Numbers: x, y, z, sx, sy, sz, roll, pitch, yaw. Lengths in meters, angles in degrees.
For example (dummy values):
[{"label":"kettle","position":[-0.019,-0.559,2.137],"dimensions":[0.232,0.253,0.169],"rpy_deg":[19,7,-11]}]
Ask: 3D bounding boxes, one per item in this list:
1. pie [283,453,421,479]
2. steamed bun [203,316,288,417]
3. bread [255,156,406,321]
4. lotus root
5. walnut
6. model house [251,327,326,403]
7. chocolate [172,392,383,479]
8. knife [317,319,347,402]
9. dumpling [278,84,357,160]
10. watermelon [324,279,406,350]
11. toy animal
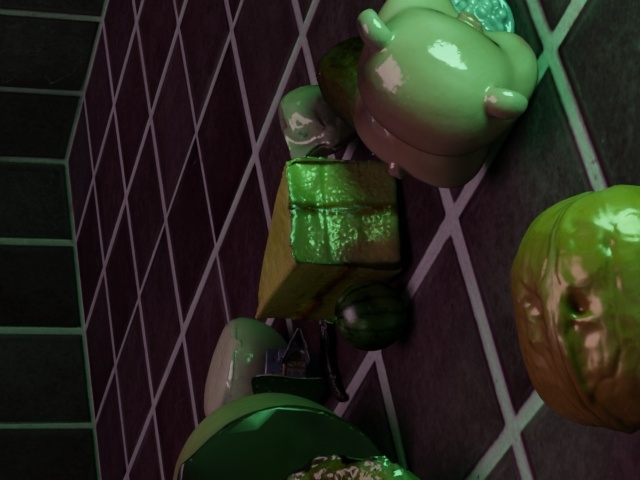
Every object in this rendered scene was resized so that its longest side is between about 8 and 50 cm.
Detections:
[{"label":"pie","position":[0.083,0.427,1.823],"dimensions":[0.296,0.078,0.371],"rpy_deg":[-34,76,39]},{"label":"steamed bun","position":[-0.114,0.231,2.473],"dimensions":[0.228,0.131,0.177],"rpy_deg":[116,159,-52]},{"label":"bread","position":[-0.001,0.003,2.126],"dimensions":[0.264,0.168,0.163],"rpy_deg":[131,138,-62]},{"label":"lotus root","position":[0.070,-0.208,2.003],"dimensions":[0.241,0.124,0.123],"rpy_deg":[-129,30,-58]},{"label":"walnut","position":[0.267,0.062,1.352],"dimensions":[0.193,0.193,0.225],"rpy_deg":[177,95,-70]},{"label":"model house","position":[-0.051,0.202,2.312],"dimensions":[0.167,0.117,0.088],"rpy_deg":[99,174,-63]},{"label":"chocolate","position":[-0.060,0.377,2.081],"dimensions":[0.297,0.314,0.326],"rpy_deg":[159,114,-79]},{"label":"knife","position":[0.009,0.153,2.296],"dimensions":[0.045,0.021,0.222],"rpy_deg":[119,143,-54]},{"label":"dumpling","position":[0.006,-0.178,2.201],"dimensions":[0.199,0.136,0.118],"rpy_deg":[-81,-28,-48]},{"label":"watermelon","position":[0.063,0.103,2.028],"dimensions":[0.109,0.109,0.109],"rpy_deg":[-178,90,-70]},{"label":"toy animal","position":[0.128,-0.170,1.724],"dimensions":[0.221,0.210,0.229],"rpy_deg":[-65,-5,33]}]
